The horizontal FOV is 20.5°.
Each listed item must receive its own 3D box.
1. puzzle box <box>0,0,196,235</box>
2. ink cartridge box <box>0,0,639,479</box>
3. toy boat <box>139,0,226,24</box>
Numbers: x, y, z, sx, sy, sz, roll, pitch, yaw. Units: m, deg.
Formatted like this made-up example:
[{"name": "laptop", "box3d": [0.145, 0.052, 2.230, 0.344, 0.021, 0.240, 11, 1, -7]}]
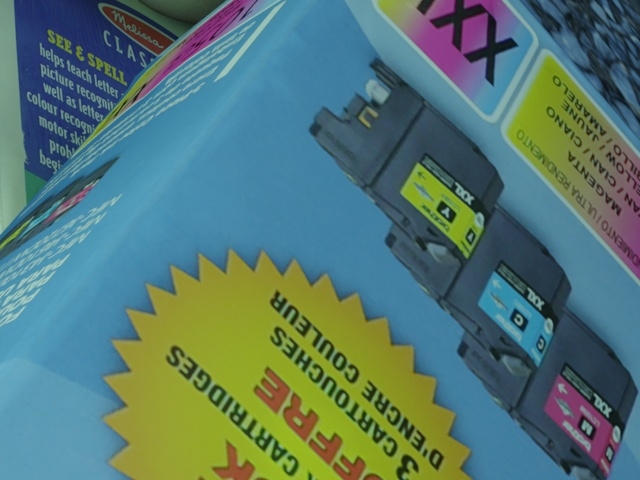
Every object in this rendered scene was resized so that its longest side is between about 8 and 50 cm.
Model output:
[{"name": "puzzle box", "box3d": [0.000, 0.000, 0.773, 0.409, 0.052, 0.272, 30, 34, -37]}, {"name": "ink cartridge box", "box3d": [-0.002, 0.116, 0.465, 0.270, 0.151, 0.395, 46, 41, -12]}, {"name": "toy boat", "box3d": [-0.019, -0.181, 0.741, 0.151, 0.151, 0.231, 57, 26, 11]}]
